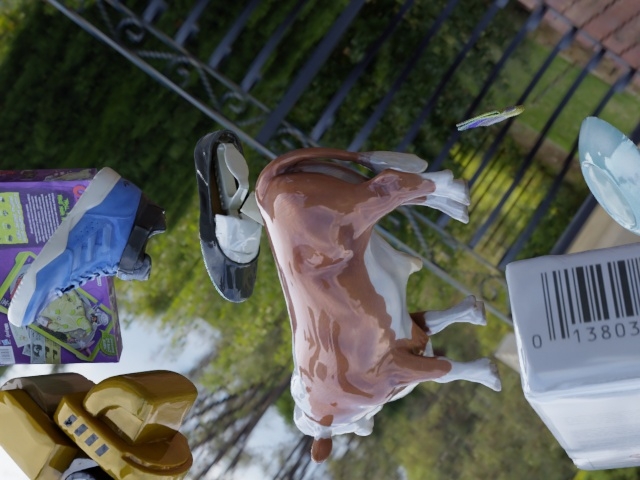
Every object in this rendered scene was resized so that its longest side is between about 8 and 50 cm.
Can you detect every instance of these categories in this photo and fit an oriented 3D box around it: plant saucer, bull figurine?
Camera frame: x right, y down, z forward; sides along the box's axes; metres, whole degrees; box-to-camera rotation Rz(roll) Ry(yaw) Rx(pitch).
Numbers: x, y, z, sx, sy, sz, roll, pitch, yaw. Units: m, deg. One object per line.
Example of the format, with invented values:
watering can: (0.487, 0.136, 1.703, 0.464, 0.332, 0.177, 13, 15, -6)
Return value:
plant saucer: (0.376, -0.066, 1.246, 0.195, 0.037, 0.195, 55, 177, 4)
bull figurine: (0.045, 0.060, 0.839, 0.101, 0.188, 0.310, -91, -12, -57)

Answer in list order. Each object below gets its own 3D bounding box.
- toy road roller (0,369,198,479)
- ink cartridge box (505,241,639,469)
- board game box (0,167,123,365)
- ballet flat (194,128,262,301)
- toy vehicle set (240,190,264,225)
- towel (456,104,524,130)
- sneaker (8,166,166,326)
toy road roller: (-0.342, 0.282, 1.588, 0.329, 0.241, 0.202, 36, -166, 24)
ink cartridge box: (0.315, 0.085, 0.695, 0.308, 0.091, 0.385, -11, 159, 16)
board game box: (-0.440, 0.049, 1.591, 0.208, 0.347, 0.056, 1, -149, 3)
ballet flat: (-0.143, -0.047, 1.553, 0.095, 0.281, 0.096, -3, 163, -34)
toy vehicle set: (0.000, 0.000, 1.510, 0.166, 0.035, 0.267, 31, -177, 19)
towel: (0.200, -0.144, 1.164, 0.083, 0.060, 0.009, -17, -91, -58)
sneaker: (-0.188, 0.022, 0.834, 0.084, 0.152, 0.058, 34, 165, -7)
